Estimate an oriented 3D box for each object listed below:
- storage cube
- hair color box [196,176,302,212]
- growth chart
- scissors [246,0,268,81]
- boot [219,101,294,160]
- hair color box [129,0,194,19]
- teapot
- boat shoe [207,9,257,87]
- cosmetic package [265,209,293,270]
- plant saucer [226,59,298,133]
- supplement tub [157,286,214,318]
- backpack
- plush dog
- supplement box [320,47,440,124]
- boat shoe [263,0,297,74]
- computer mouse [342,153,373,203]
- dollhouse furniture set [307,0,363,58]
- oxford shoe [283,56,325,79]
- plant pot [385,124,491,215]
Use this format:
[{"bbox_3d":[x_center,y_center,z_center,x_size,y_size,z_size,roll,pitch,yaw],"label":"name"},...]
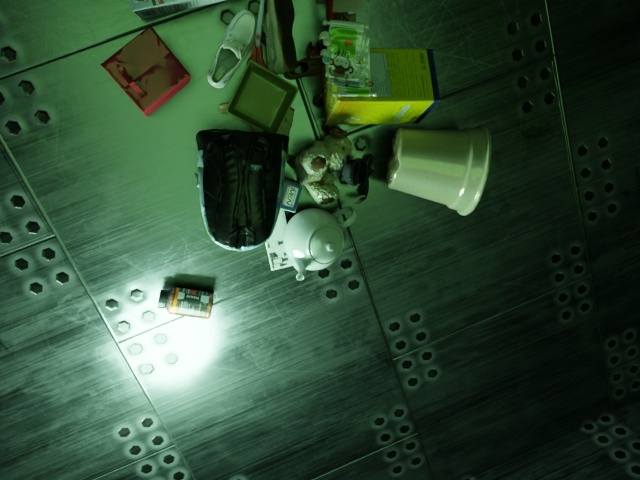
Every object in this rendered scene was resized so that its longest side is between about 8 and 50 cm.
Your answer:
[{"bbox_3d":[-0.549,-0.531,1.520,0.193,0.215,0.183,-41,109,-5],"label":"storage cube"},{"bbox_3d":[-0.252,-0.204,1.693,0.347,0.174,0.105,14,101,-16],"label":"hair color box"},{"bbox_3d":[0.085,-0.560,1.478,0.172,0.021,0.237,-10,105,-11],"label":"growth chart"},{"bbox_3d":[-0.216,-0.661,1.593,0.021,0.109,0.297,-26,125,-42],"label":"scissors"},{"bbox_3d":[-0.229,-0.383,1.690,0.262,0.095,0.203,2,107,-16],"label":"boot"},{"bbox_3d":[-0.403,-0.796,1.480,0.375,0.185,0.113,-17,109,-6],"label":"hair color box"},{"bbox_3d":[0.000,0.000,1.772,0.253,0.187,0.256,-3,102,-31],"label":"teapot"},{"bbox_3d":[-0.290,-0.638,1.597,0.098,0.096,0.277,25,100,-17],"label":"boat shoe"},{"bbox_3d":[-0.167,-0.012,1.828,0.099,0.060,0.239,-14,109,-8],"label":"cosmetic package"},{"bbox_3d":[-0.197,-0.469,1.597,0.188,0.045,0.188,25,94,-24],"label":"plant saucer"},{"bbox_3d":[-0.509,0.235,1.807,0.198,0.106,0.106,11,104,-15],"label":"supplement tub"},{"bbox_3d":[-0.247,-0.143,1.505,0.290,0.273,0.355,-2,82,-14],"label":"backpack"},{"bbox_3d":[0.021,-0.297,1.743,0.225,0.210,0.262,-34,140,-15],"label":"plush dog"},{"bbox_3d":[0.198,-0.525,1.644,0.357,0.195,0.194,-3,81,-13],"label":"supplement box"},{"bbox_3d":[-0.150,-0.713,1.595,0.098,0.109,0.302,0,101,35],"label":"boat shoe"},{"bbox_3d":[0.126,-0.219,1.753,0.060,0.262,0.184,11,109,19],"label":"computer mouse"},{"bbox_3d":[0.032,-0.736,1.565,0.135,0.262,0.259,-6,139,-9],"label":"dollhouse furniture set"},{"bbox_3d":[-0.023,-0.613,1.673,0.212,0.076,0.076,-23,108,-6],"label":"oxford shoe"},{"bbox_3d":[0.412,-0.277,1.757,0.306,0.334,0.333,8,105,-2],"label":"plant pot"}]
